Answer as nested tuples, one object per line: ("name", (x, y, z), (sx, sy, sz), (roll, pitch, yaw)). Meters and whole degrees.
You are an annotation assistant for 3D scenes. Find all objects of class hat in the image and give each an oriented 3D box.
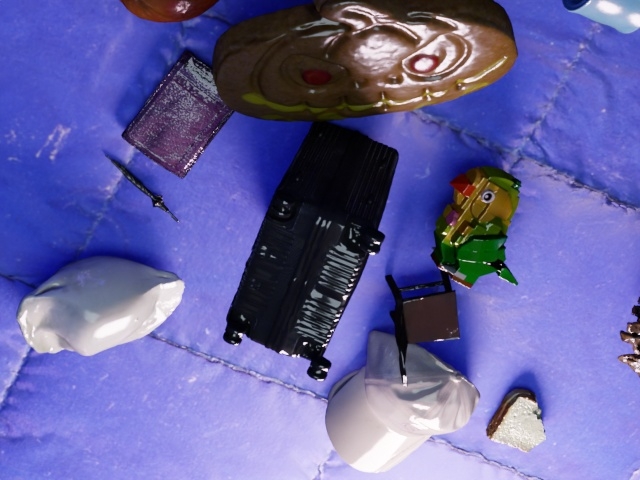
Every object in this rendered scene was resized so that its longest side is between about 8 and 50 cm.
("hat", (0.123, 0.276, 2.042), (0.219, 0.164, 0.226), (35, 89, -20))

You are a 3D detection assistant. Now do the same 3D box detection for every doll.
("doll", (0.236, -0.020, 1.906), (0.134, 0.106, 0.186), (-1, 118, -11))

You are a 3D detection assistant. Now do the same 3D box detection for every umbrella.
("umbrella", (-0.256, -0.074, 1.883), (0.149, 0.022, 0.022), (44, 81, -24))

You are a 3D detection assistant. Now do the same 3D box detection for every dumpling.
("dumpling", (-0.328, 0.109, 1.935), (0.252, 0.131, 0.179), (-14, 141, -21))

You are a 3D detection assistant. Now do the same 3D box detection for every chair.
("chair", (0.157, 0.128, 1.917), (0.102, 0.212, 0.084), (-9, 118, 1))

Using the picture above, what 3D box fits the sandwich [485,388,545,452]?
("sandwich", (0.331, 0.292, 2.122), (0.093, 0.035, 0.104), (15, 115, -12))

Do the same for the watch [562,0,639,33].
("watch", (0.400, -0.380, 1.696), (0.211, 0.211, 0.193), (18, 130, -14))

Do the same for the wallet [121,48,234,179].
("wallet", (-0.192, -0.176, 1.827), (0.111, 0.030, 0.166), (32, 112, -21))

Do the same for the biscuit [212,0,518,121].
("biscuit", (0.054, -0.231, 1.676), (0.395, 0.350, 0.070), (-9, 74, 10))

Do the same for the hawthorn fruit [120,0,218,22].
("hawthorn fruit", (-0.172, -0.387, 1.646), (0.225, 0.197, 0.196), (-40, 119, -18))

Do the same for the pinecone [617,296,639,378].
("pinecone", (0.593, 0.153, 1.963), (0.257, 0.243, 0.243), (-40, 114, 11))

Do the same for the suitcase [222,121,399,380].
("suitcase", (0.000, 0.000, 1.763), (0.152, 0.335, 0.229), (23, 116, 1))
